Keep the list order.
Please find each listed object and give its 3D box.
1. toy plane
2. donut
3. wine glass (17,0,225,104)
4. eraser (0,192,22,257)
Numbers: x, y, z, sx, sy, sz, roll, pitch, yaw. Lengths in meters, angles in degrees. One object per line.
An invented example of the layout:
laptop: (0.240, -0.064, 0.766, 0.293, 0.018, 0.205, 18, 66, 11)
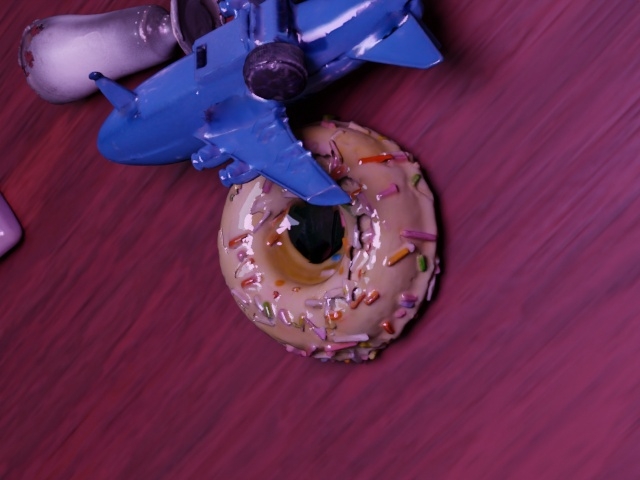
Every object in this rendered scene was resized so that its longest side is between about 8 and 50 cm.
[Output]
toy plane: (-0.043, -0.114, 1.122, 0.271, 0.105, 0.254, -18, 51, 19)
donut: (0.000, 0.000, 1.148, 0.174, 0.068, 0.175, -1, 88, 35)
wine glass: (-0.147, -0.150, 1.252, 0.155, 0.072, 0.072, -10, 83, 33)
eraser: (-0.376, -0.032, 1.408, 0.204, 0.059, 0.243, -44, 70, 25)
